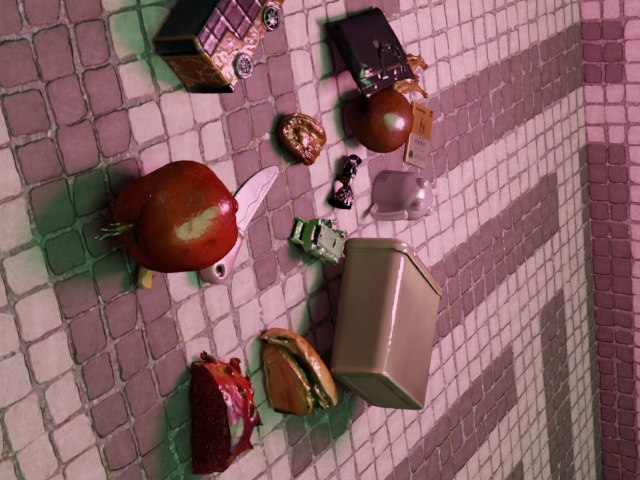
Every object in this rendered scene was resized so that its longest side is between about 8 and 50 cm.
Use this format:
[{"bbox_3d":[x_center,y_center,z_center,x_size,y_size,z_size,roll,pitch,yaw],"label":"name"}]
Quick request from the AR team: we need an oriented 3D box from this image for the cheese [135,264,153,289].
[{"bbox_3d":[-0.330,0.055,1.655,0.044,0.030,0.083,33,62,-44],"label":"cheese"}]

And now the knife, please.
[{"bbox_3d":[-0.176,-0.050,1.858,0.081,0.043,0.336,51,49,-36],"label":"knife"}]

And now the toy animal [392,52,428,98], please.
[{"bbox_3d":[0.223,-0.406,2.319,0.275,0.054,0.149,-52,136,-40],"label":"toy animal"}]

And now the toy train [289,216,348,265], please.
[{"bbox_3d":[0.000,0.000,2.061,0.149,0.081,0.099,38,63,-56],"label":"toy train"}]

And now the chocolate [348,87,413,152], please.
[{"bbox_3d":[0.149,-0.308,2.149,0.176,0.176,0.177,-11,103,-52],"label":"chocolate"}]

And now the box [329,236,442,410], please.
[{"bbox_3d":[0.169,0.216,2.155,0.352,0.177,0.344,48,47,-55],"label":"box"}]

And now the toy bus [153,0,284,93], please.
[{"bbox_3d":[-0.190,-0.439,1.688,0.167,0.138,0.275,49,59,-43],"label":"toy bus"}]

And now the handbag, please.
[{"bbox_3d":[0.128,-0.466,2.122,0.254,0.088,0.211,-33,94,-50],"label":"handbag"}]

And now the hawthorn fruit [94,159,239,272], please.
[{"bbox_3d":[-0.286,-0.034,1.570,0.299,0.211,0.211,-17,108,-41],"label":"hawthorn fruit"}]

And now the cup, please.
[{"bbox_3d":[0.220,-0.118,2.282,0.173,0.141,0.134,-2,97,-53],"label":"cup"}]

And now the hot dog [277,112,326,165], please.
[{"bbox_3d":[-0.039,-0.234,1.981,0.099,0.065,0.147,-61,141,-13],"label":"hot dog"}]

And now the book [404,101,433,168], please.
[{"bbox_3d":[0.281,-0.298,2.447,0.118,0.012,0.172,12,85,-54],"label":"book"}]

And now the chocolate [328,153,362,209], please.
[{"bbox_3d":[0.064,-0.151,2.143,0.070,0.072,0.147,14,72,-13],"label":"chocolate"}]

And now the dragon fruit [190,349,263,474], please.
[{"bbox_3d":[-0.180,0.366,1.822,0.161,0.126,0.274,-9,103,-52],"label":"dragon fruit"}]

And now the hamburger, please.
[{"bbox_3d":[-0.046,0.290,1.984,0.135,0.155,0.208,-34,114,-51],"label":"hamburger"}]
